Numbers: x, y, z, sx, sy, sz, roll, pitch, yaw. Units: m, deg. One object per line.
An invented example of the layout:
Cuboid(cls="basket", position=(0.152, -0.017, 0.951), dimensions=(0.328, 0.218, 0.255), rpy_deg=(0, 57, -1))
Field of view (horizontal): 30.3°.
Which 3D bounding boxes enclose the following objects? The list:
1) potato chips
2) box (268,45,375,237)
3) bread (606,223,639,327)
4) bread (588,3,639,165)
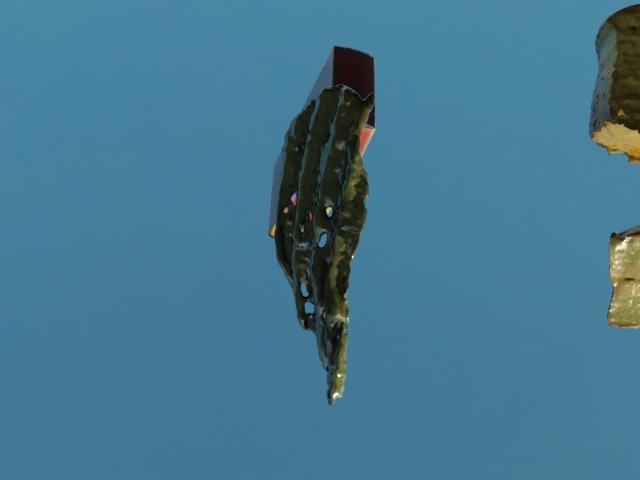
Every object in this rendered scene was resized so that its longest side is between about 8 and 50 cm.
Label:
Cuboid(cls="potato chips", position=(0.001, 0.000, 0.785), dimensions=(0.028, 0.208, 0.092), rpy_deg=(-4, -168, -36))
Cuboid(cls="box", position=(0.002, -0.091, 1.173), dimensions=(0.048, 0.175, 0.112), rpy_deg=(17, -135, -14))
Cuboid(cls="bread", position=(0.266, 0.023, 0.787), dimensions=(0.139, 0.074, 0.084), rpy_deg=(-13, -157, -33))
Cuboid(cls="bread", position=(0.261, -0.092, 0.752), dimensions=(0.187, 0.065, 0.103), rpy_deg=(18, -99, 15))
